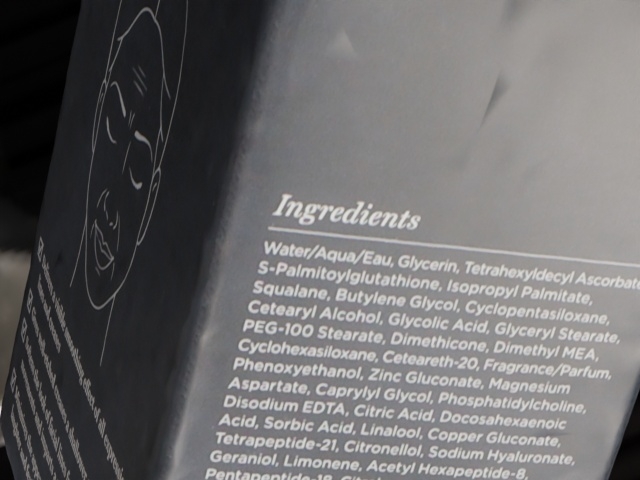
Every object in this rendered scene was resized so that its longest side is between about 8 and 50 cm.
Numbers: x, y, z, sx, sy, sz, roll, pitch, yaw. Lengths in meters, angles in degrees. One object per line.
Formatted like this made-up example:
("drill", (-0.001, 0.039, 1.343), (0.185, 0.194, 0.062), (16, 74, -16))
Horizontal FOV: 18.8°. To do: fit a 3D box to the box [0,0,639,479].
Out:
("box", (0.000, 0.000, 0.917), (0.293, 0.212, 0.395), (-122, 42, -58))
